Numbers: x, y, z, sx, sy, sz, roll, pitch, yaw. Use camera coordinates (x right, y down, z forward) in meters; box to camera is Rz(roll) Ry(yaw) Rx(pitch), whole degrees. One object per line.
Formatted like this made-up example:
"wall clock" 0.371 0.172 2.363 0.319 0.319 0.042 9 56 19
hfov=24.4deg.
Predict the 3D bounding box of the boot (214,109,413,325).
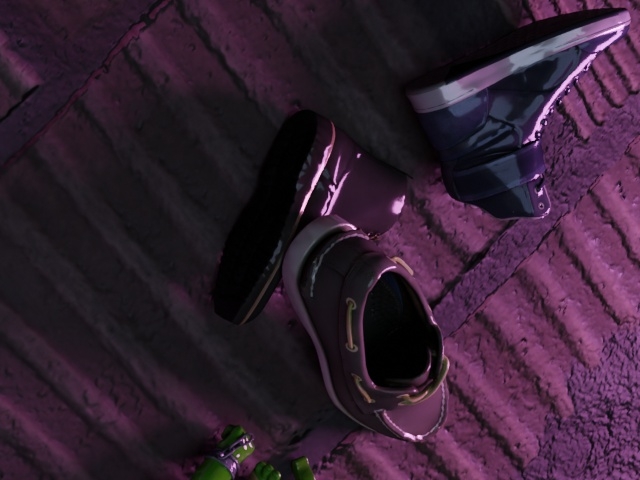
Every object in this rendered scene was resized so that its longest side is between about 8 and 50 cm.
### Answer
"boot" 0.000 0.000 1.324 0.137 0.077 0.197 25 93 -37

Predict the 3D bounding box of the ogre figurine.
"ogre figurine" -0.086 0.282 1.352 0.118 0.097 0.197 -30 134 -38

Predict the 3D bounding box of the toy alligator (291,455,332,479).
"toy alligator" 0.004 0.297 1.425 0.056 0.051 0.189 -19 113 -23

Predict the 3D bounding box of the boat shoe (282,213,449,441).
"boat shoe" 0.059 0.101 1.338 0.109 0.091 0.305 -45 139 -16

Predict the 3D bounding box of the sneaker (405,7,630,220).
"sneaker" 0.206 -0.113 1.383 0.226 0.086 0.163 -26 105 -9
